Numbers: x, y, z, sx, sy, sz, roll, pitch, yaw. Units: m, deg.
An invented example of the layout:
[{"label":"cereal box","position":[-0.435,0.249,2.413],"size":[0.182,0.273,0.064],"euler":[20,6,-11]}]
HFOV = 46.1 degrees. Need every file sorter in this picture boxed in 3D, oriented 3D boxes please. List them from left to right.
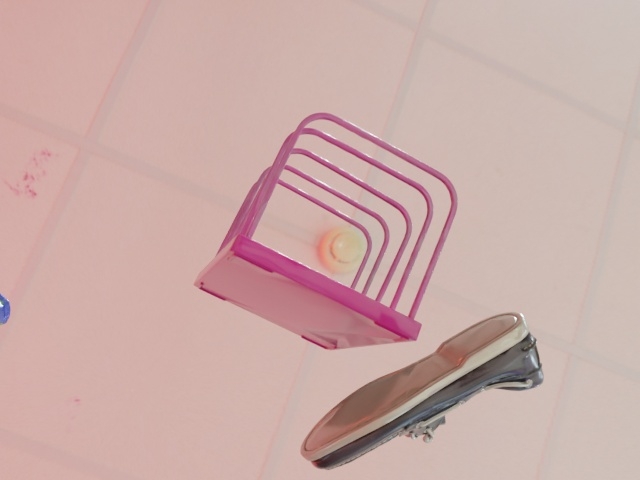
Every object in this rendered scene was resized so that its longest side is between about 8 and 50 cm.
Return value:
[{"label":"file sorter","position":[0.000,0.000,0.870],"size":[0.202,0.290,0.182],"euler":[27,-106,-10]}]

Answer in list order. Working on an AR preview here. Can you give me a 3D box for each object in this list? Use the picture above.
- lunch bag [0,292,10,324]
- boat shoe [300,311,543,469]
[{"label":"lunch bag","position":[-0.333,0.046,0.559],"size":[0.151,0.129,0.096],"euler":[17,-77,15]},{"label":"boat shoe","position":[0.084,0.133,0.593],"size":[0.206,0.075,0.065],"euler":[-30,-79,-3]}]
